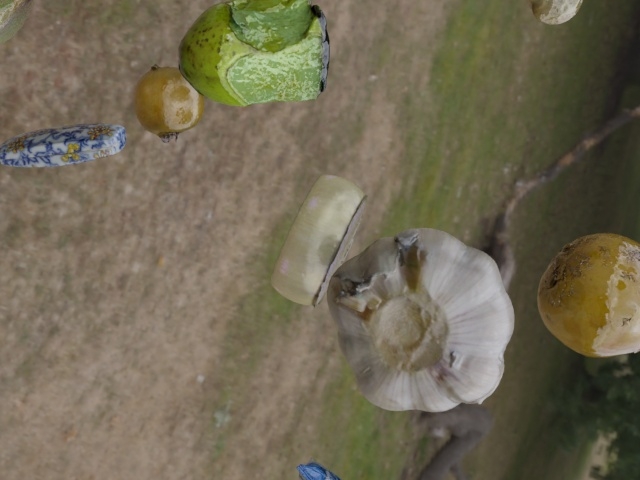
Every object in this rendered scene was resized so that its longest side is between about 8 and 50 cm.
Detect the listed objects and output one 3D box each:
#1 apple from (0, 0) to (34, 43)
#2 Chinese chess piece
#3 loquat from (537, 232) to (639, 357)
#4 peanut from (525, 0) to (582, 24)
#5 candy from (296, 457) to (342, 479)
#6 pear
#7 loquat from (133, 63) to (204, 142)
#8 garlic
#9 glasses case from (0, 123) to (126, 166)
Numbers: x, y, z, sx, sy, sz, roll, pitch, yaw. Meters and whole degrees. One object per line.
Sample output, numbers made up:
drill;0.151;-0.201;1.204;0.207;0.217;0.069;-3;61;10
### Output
apple;-0.560;-0.394;1.545;0.265;0.193;0.120;-101;177;-49
Chinese chess piece;0.000;0.000;1.842;0.270;0.112;0.270;25;90;-85
loquat;0.517;0.100;1.665;0.235;0.235;0.235;-44;142;-50
peanut;0.376;-0.506;1.509;0.120;0.136;0.298;-8;94;-87
candy;0.011;0.288;1.048;0.038;0.088;0.136;-48;169;-3
pear;-0.138;-0.362;1.643;0.256;0.238;0.164;-9;134;-18
loquat;-0.310;-0.282;1.864;0.137;0.163;0.163;-32;132;-58
garlic;0.167;0.132;1.497;0.241;0.322;0.321;-44;142;-46
glasses case;-0.486;-0.178;1.714;0.087;0.248;0.065;-75;157;-55
